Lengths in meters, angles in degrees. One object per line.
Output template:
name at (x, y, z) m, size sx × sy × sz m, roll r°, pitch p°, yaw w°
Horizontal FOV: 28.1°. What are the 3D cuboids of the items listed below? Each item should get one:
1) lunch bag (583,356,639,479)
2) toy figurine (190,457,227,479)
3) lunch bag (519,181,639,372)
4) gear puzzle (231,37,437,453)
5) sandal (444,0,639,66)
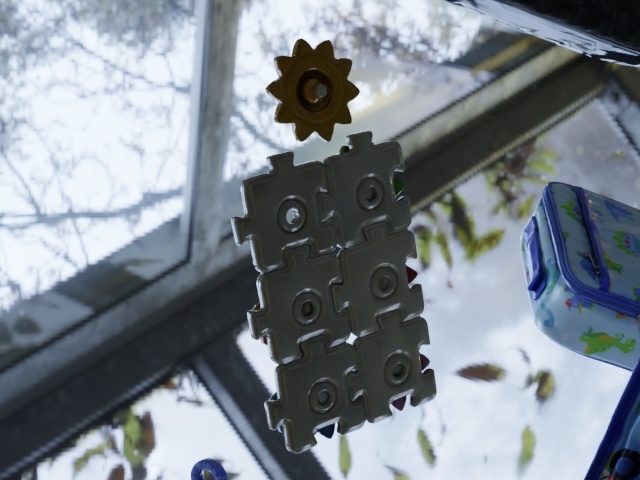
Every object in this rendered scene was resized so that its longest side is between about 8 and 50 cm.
lunch bag at (0.302, 0.163, 0.896) m, size 0.221 × 0.293 × 0.138 m, roll 9°, pitch -149°, yaw -29°
toy figurine at (-0.072, 0.295, 1.135) m, size 0.191 × 0.362 × 0.217 m, roll -1°, pitch -110°, yaw -50°
lunch bag at (0.289, 0.036, 1.276) m, size 0.176 × 0.090 × 0.219 m, roll 20°, pitch -150°, yaw -8°
gear puzzle at (0.000, 0.000, 1.075) m, size 0.175 × 0.339 × 0.044 m, roll -17°, pitch -165°, yaw -30°
sandal at (0.034, -0.205, 0.715) m, size 0.445 × 0.107 × 0.167 m, roll 21°, pitch -95°, yaw -19°
